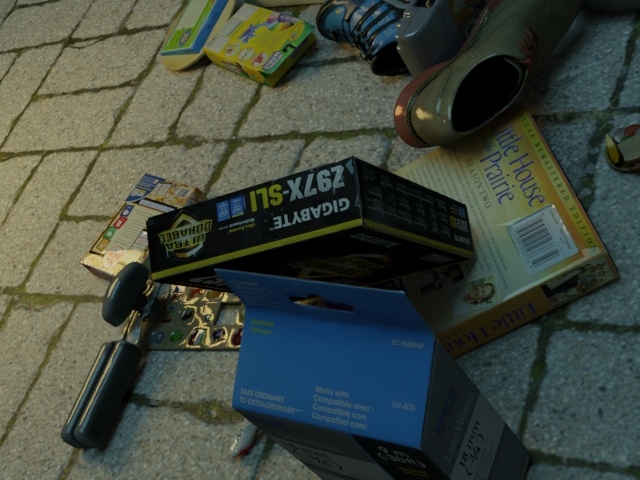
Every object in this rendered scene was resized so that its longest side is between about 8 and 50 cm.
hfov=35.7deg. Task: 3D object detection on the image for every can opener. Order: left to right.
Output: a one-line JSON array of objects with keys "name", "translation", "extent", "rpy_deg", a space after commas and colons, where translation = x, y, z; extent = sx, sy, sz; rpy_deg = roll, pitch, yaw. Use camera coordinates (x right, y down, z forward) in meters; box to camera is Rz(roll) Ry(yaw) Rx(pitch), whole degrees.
[{"name": "can opener", "translation": [-0.313, 0.168, 1.469], "extent": [0.074, 0.093, 0.280], "rpy_deg": [-14, 51, 47]}]

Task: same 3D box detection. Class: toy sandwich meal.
[{"name": "toy sandwich meal", "translation": [0.396, -0.121, 1.255], "extent": [0.085, 0.029, 0.086], "rpy_deg": [-20, 45, 21]}]

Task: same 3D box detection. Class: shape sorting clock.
[{"name": "shape sorting clock", "translation": [-0.239, -0.420, 1.952], "extent": [0.206, 0.040, 0.206], "rpy_deg": [-32, 39, 31]}]

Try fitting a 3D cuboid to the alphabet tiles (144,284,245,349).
[{"name": "alphabet tiles", "translation": [-0.151, 0.062, 1.503], "extent": [0.198, 0.009, 0.237], "rpy_deg": [-4, 52, 33]}]

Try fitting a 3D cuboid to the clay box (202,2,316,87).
[{"name": "clay box", "translation": [-0.104, -0.353, 1.799], "extent": [0.127, 0.053, 0.222], "rpy_deg": [-49, 44, -11]}]

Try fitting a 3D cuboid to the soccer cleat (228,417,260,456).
[{"name": "soccer cleat", "translation": [-0.092, 0.243, 1.282], "extent": [0.083, 0.035, 0.029], "rpy_deg": [-45, 42, -7]}]

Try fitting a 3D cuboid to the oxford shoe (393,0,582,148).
[{"name": "oxford shoe", "translation": [0.258, -0.243, 1.341], "extent": [0.348, 0.123, 0.130], "rpy_deg": [-47, 26, -15]}]

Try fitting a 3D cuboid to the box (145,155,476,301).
[{"name": "box", "translation": [0.000, 0.000, 1.127], "extent": [0.257, 0.322, 0.079], "rpy_deg": [-13, 77, 26]}]

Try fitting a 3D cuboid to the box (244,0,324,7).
[{"name": "box", "translation": [-0.004, -0.570, 1.831], "extent": [0.345, 0.168, 0.215], "rpy_deg": [8, 59, 40]}]

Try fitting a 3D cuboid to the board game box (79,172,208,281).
[{"name": "board game box", "translation": [-0.291, -0.014, 1.642], "extent": [0.146, 0.045, 0.193], "rpy_deg": [17, 65, 43]}]

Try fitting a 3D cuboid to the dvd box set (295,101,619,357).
[{"name": "dvd box set", "translation": [0.134, 0.022, 1.295], "extent": [0.420, 0.062, 0.308], "rpy_deg": [-29, 42, 12]}]

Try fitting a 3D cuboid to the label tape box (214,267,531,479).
[{"name": "label tape box", "translation": [0.042, 0.171, 1.024], "extent": [0.240, 0.334, 0.106], "rpy_deg": [5, 59, 38]}]

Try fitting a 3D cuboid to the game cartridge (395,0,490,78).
[{"name": "game cartridge", "translation": [0.224, -0.340, 1.441], "extent": [0.062, 0.198, 0.297], "rpy_deg": [14, 66, 43]}]

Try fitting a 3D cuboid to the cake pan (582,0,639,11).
[{"name": "cake pan", "translation": [0.472, -0.446, 1.466], "extent": [0.293, 0.054, 0.293], "rpy_deg": [-19, 45, 21]}]

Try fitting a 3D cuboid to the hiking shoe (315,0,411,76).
[{"name": "hiking shoe", "translation": [0.093, -0.332, 1.593], "extent": [0.304, 0.113, 0.132], "rpy_deg": [14, 63, 42]}]
